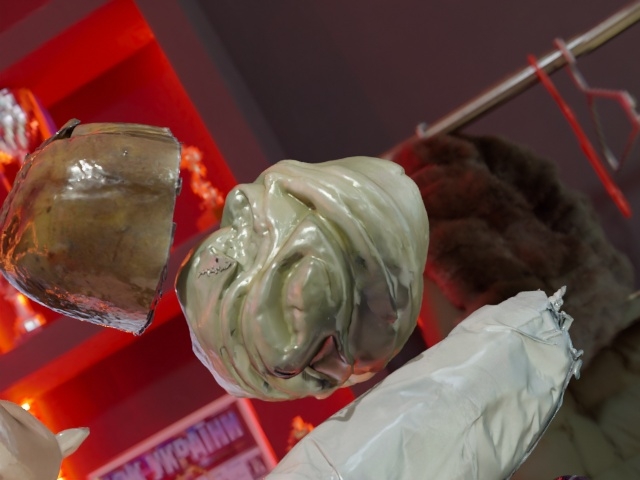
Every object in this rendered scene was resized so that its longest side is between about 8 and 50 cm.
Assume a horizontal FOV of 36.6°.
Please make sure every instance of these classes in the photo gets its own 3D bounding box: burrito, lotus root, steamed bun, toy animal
[{"bbox_3d":[0.113,0.152,0.818,0.101,0.139,0.445,-7,16,45],"label":"burrito"},{"bbox_3d":[-0.266,-0.029,1.106,0.192,0.272,0.272,16,-24,-14],"label":"lotus root"},{"bbox_3d":[-0.009,0.061,1.078,0.275,0.206,0.320,11,-68,-31],"label":"steamed bun"},{"bbox_3d":[-0.502,0.308,1.389,0.195,0.213,0.256,-68,-26,-16],"label":"toy animal"}]

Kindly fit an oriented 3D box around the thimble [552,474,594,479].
[{"bbox_3d":[0.256,0.325,0.860,0.150,0.237,0.237,16,-19,-8],"label":"thimble"}]
